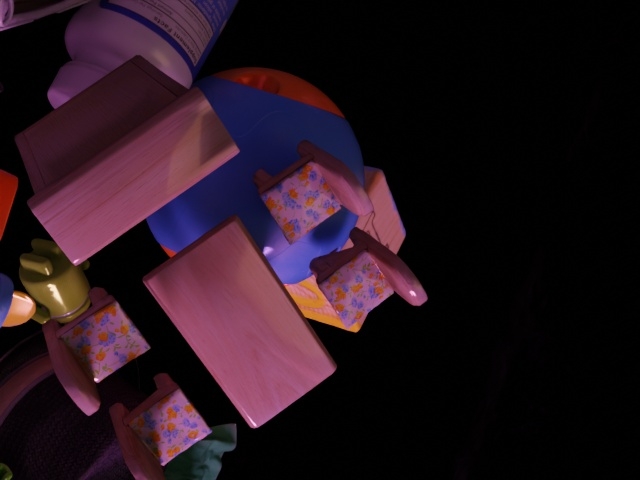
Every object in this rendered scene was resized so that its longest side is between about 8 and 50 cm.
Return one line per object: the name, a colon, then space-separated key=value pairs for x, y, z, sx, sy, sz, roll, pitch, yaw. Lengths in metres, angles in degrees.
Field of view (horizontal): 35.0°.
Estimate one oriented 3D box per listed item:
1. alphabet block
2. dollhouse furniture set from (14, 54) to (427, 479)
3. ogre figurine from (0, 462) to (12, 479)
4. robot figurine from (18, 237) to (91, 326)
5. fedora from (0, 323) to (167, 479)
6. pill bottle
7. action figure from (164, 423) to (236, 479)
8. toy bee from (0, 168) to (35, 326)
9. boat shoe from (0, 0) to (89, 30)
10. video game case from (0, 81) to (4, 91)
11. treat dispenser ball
alphabet block: x=0.000 y=0.000 z=1.613 sx=0.197 sy=0.192 sz=0.193 roll=-63 pitch=149 yaw=-25
dollhouse furniture set: x=-0.113 y=0.035 z=1.018 sx=0.362 sy=0.256 sz=0.394 roll=-35 pitch=116 yaw=-7
ogre figurine: x=-0.427 y=0.271 z=1.040 sx=0.197 sy=0.097 sz=0.118 roll=-21 pitch=130 yaw=-3
robot figurine: x=-0.309 y=0.050 z=1.188 sx=0.115 sy=0.067 sz=0.101 roll=75 pitch=32 yaw=-45
fedora: x=-0.293 y=0.260 z=1.234 sx=0.334 sy=0.152 sz=0.334 roll=-37 pitch=134 yaw=-50
pill bottle: x=-0.195 y=-0.247 z=1.157 sx=0.272 sy=0.152 sz=0.152 roll=-64 pitch=151 yaw=-19
action figure: x=-0.214 y=0.324 z=1.512 sx=0.137 sy=0.063 sz=0.232 roll=-69 pitch=156 yaw=-6
toy bee: x=-0.392 y=0.067 z=0.991 sx=0.195 sy=0.162 sz=0.298 roll=46 pitch=43 yaw=-24
boat shoe: x=-0.295 y=-0.259 z=0.960 sx=0.320 sy=0.103 sz=0.118 roll=-36 pitch=125 yaw=-66
video game case: x=-0.425 y=-0.165 z=0.896 sx=0.248 sy=0.035 sz=0.275 roll=-56 pitch=146 yaw=-32
treat dispenser ball: x=-0.087 y=-0.077 z=1.297 sx=0.288 sy=0.288 sz=0.288 roll=-37 pitch=135 yaw=-50
